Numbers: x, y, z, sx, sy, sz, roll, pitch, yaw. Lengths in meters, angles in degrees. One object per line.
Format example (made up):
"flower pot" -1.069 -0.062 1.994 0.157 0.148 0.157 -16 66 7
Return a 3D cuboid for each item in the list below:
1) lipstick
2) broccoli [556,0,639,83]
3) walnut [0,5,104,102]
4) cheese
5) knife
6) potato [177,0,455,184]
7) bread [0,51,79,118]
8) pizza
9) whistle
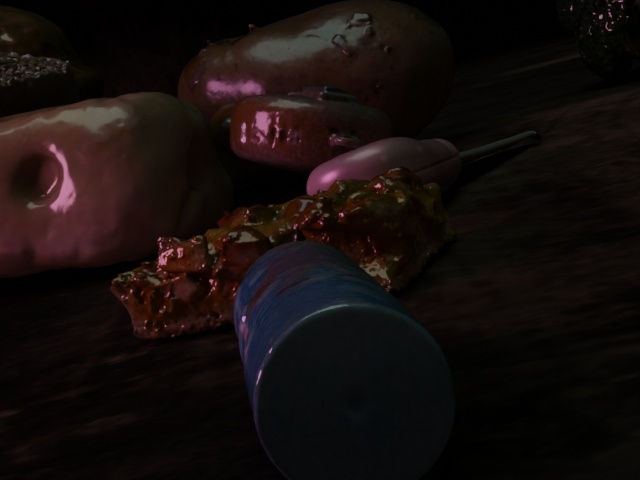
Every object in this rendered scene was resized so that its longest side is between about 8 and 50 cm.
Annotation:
"lipstick" 0.001 0.029 0.418 0.048 0.048 0.158 -15 7 -4
"broccoli" 0.372 -0.297 1.539 0.275 0.308 0.308 17 22 27
"walnut" -0.325 -0.092 1.388 0.283 0.227 0.283 -29 5 3
"cheese" -0.164 -0.038 1.046 0.235 0.117 0.218 -17 7 -41
"knife" 0.072 -0.042 0.975 0.081 0.043 0.336 -22 -3 22
"potato" -0.005 -0.137 1.381 0.262 0.165 0.165 -17 6 16
"bread" -0.303 -0.044 1.130 0.102 0.183 0.337 9 16 27
"pizza" 0.000 0.000 0.675 0.175 0.046 0.134 -19 8 -35
"whistle" -0.021 -0.076 1.024 0.107 0.057 0.220 5 3 -23
